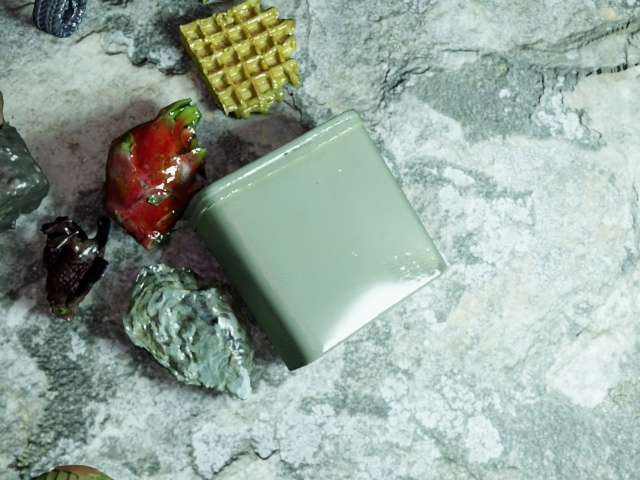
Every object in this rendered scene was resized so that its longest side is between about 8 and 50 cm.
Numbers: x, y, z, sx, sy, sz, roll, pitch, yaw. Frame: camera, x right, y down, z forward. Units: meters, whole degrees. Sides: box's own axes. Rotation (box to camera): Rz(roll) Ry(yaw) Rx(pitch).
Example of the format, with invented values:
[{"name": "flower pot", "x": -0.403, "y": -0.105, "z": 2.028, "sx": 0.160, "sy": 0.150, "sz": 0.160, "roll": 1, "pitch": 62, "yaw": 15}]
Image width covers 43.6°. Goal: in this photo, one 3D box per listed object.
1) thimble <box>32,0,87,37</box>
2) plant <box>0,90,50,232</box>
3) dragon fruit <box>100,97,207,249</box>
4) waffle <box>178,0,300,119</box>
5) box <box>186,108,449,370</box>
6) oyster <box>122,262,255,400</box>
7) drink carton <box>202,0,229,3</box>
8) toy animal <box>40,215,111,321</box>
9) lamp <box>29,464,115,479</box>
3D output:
[{"name": "thimble", "x": -0.495, "y": -0.442, "z": 1.521, "sx": 0.066, "sy": 0.095, "sz": 0.104, "roll": 25, "pitch": 111, "yaw": 7}, {"name": "plant", "x": -0.593, "y": -0.134, "z": 1.391, "sx": 0.204, "sy": 0.178, "sz": 0.234, "roll": -35, "pitch": 91, "yaw": -13}, {"name": "dragon fruit", "x": -0.283, "y": -0.121, "z": 1.454, "sx": 0.269, "sy": 0.198, "sz": 0.200, "roll": -46, "pitch": 124, "yaw": -40}, {"name": "waffle", "x": -0.132, "y": -0.360, "z": 1.575, "sx": 0.219, "sy": 0.057, "sz": 0.229, "roll": -28, "pitch": 84, "yaw": -14}, {"name": "box", "x": 0.000, "y": 0.000, "z": 1.443, "sx": 0.352, "sy": 0.177, "sz": 0.344, "roll": -31, "pitch": 87, "yaw": -22}, {"name": "oyster", "x": -0.218, "y": 0.155, "z": 1.422, "sx": 0.268, "sy": 0.112, "sz": 0.198, "roll": 23, "pitch": 75, "yaw": -6}, {"name": "drink carton", "x": -0.222, "y": -0.579, "z": 1.601, "sx": 0.084, "sy": 0.074, "sz": 0.200, "roll": -12, "pitch": 81, "yaw": -12}, {"name": "toy animal", "x": -0.421, "y": 0.052, "z": 1.403, "sx": 0.116, "sy": 0.218, "sz": 0.179, "roll": -12, "pitch": 123, "yaw": -34}, {"name": "lamp", "x": -0.415, "y": 0.494, "z": 1.256, "sx": 0.284, "sy": 0.250, "sz": 0.250, "roll": -31, "pitch": 84, "yaw": -6}]
